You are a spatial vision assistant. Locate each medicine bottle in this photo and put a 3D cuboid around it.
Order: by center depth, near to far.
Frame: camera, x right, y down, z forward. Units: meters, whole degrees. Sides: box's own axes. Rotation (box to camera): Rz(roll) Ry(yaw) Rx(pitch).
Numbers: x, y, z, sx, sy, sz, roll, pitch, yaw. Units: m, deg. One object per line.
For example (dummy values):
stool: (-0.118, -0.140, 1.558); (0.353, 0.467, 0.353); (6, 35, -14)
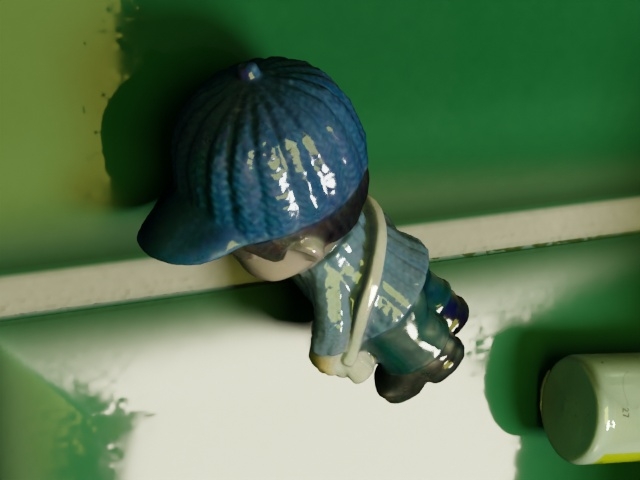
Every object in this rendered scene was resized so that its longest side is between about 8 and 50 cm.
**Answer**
medicine bottle: (0.140, 0.071, 0.755); (0.083, 0.047, 0.047); (1, 98, -26)

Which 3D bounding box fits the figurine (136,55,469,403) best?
figurine: (0.000, 0.000, 0.662); (0.149, 0.087, 0.086); (44, 41, -26)
